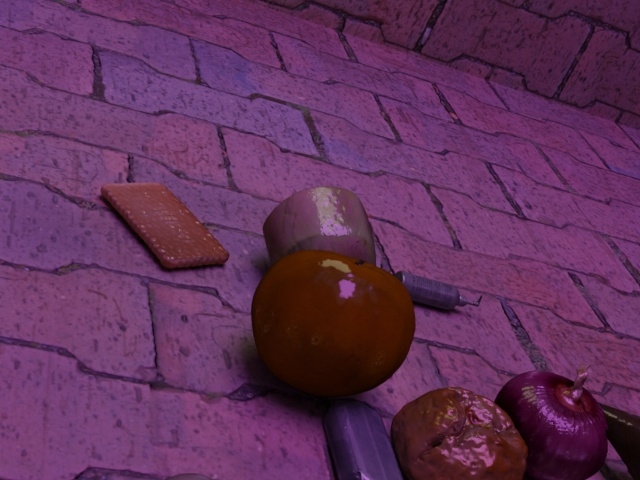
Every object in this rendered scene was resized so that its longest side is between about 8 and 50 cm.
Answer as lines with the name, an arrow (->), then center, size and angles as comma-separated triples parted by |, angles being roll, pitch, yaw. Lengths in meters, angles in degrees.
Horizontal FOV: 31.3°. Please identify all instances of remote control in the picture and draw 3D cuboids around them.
remote control -> 0.069, 0.334, 1.795 | 0.104, 0.052, 0.247 | 17, 25, -21

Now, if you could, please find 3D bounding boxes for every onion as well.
onion -> 0.386, 0.323, 1.975 | 0.200, 0.200, 0.207 | 7, 62, -34

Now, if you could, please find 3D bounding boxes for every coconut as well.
coconut -> 0.000, 0.000, 2.167 | 0.235, 0.205, 0.236 | 10, 45, -10

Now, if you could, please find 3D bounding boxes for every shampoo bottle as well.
shampoo bottle -> 0.241, 0.111, 2.347 | 0.195, 0.056, 0.056 | 17, 28, -21

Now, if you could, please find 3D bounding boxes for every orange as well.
orange -> 0.017, 0.137, 1.890 | 0.279, 0.235, 0.279 | 21, 1, 0

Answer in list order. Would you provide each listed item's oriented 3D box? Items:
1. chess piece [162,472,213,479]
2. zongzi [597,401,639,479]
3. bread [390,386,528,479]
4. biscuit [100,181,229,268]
chess piece -> -0.104, 0.416, 1.384 | 0.182, 0.182, 0.330 | -5, 34, -46
zongzi -> 0.636, 0.457, 1.947 | 0.393, 0.174, 0.356 | 25, 30, -2
bread -> 0.233, 0.332, 1.837 | 0.244, 0.134, 0.244 | 27, 19, -10
biscuit -> -0.295, -0.030, 2.148 | 0.160, 0.030, 0.249 | -5, 40, -47
